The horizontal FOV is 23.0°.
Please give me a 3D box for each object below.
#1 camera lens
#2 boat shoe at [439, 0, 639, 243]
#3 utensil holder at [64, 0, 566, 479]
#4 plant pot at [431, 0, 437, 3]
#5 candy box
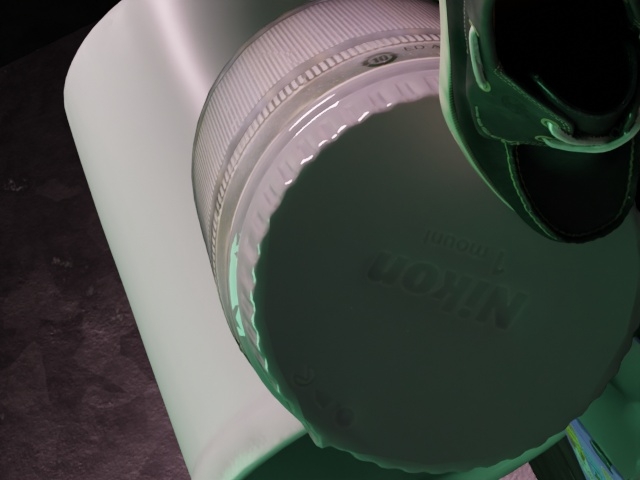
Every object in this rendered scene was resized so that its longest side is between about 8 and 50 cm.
[{"bbox_3d":[0.044,-0.017,0.880,0.219,0.219,0.274,64,180,-19],"label":"camera lens"},{"bbox_3d":[0.096,-0.065,0.646,0.233,0.084,0.079,69,177,-51],"label":"boat shoe"},{"bbox_3d":[0.000,0.000,1.225,0.327,0.328,0.385,64,-177,-65],"label":"utensil holder"},{"bbox_3d":[0.043,-0.190,1.109,0.079,0.083,0.083,50,173,31],"label":"plant pot"},{"bbox_3d":[0.223,0.180,0.961,0.165,0.070,0.196,-117,2,-72],"label":"candy box"}]
